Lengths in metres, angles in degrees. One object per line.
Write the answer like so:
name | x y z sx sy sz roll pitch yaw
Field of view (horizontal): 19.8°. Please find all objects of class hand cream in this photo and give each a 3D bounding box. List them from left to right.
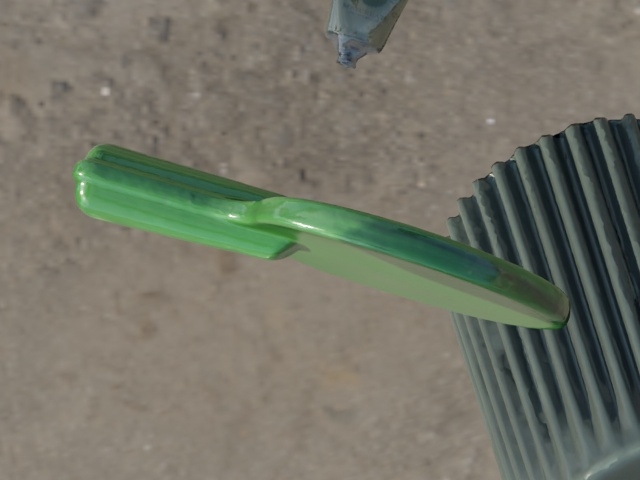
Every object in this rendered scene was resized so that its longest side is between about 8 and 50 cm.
hand cream | 0.041 -0.182 1.103 0.057 0.037 0.165 19 90 -6

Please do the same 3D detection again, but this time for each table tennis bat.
table tennis bat | 0.000 0.000 0.915 0.257 0.160 0.039 15 81 7

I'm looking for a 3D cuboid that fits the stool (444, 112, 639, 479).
stool | 0.261 0.112 1.472 0.297 0.297 0.330 -40 34 25
